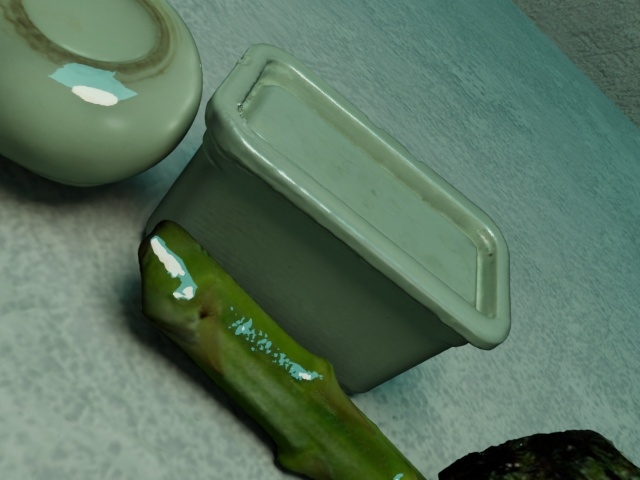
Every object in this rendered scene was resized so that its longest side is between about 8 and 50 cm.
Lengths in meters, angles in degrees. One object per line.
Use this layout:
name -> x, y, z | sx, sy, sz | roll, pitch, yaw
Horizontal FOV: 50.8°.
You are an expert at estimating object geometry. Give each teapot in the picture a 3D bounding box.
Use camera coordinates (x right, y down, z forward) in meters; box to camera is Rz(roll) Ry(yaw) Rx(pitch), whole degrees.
teapot -> -0.219, -0.176, 0.580 | 0.220, 0.149, 0.318 | 13, 49, -28

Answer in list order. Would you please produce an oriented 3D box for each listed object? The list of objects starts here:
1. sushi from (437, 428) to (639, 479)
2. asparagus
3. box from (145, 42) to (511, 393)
sushi -> 0.218, 0.286, 0.458 | 0.171, 0.211, 0.350 | -16, 41, -30
asparagus -> -0.028, 0.124, 0.557 | 0.343, 0.085, 0.082 | 46, 20, -13
box -> 0.000, 0.000, 0.616 | 0.312, 0.182, 0.175 | 38, 35, -15
